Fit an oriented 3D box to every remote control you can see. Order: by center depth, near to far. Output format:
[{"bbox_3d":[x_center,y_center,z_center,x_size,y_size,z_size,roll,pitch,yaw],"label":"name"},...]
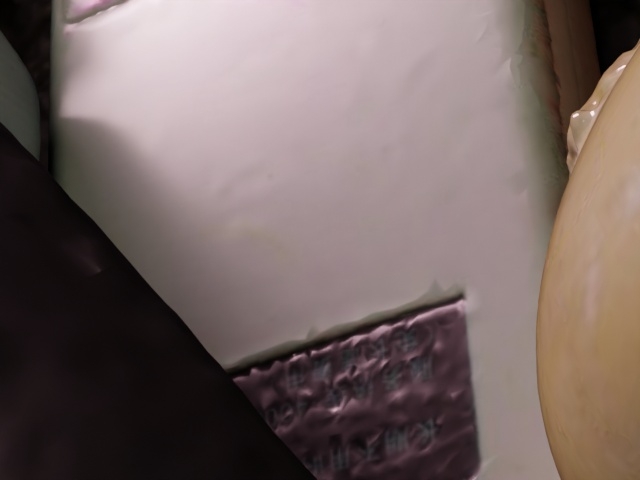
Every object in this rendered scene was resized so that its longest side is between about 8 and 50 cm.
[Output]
[{"bbox_3d":[0.000,0.000,0.471,0.145,0.050,0.344,-19,55,25],"label":"remote control"}]

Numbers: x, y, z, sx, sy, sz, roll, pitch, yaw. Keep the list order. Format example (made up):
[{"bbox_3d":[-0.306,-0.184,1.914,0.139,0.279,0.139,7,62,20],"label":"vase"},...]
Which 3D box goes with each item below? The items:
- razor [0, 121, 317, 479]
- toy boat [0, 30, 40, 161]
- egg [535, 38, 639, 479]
[{"bbox_3d":[-0.040,0.135,0.322,0.189,0.107,0.327,-41,68,6],"label":"razor"},{"bbox_3d":[-0.140,-0.069,0.532,0.133,0.145,0.332,-26,53,33],"label":"toy boat"},{"bbox_3d":[0.130,-0.004,0.342,0.201,0.164,0.164,-35,56,8],"label":"egg"}]
